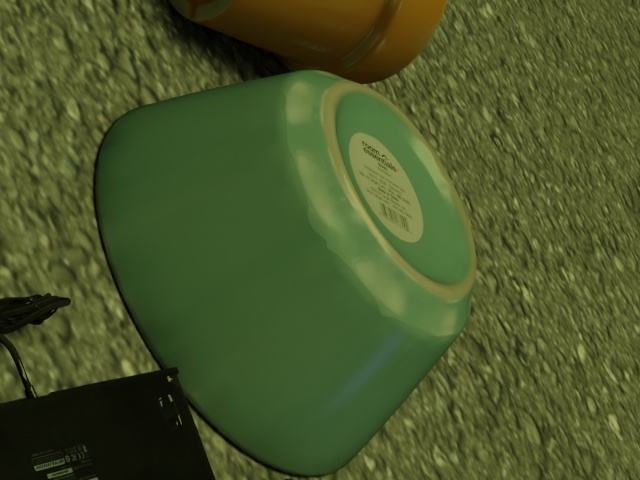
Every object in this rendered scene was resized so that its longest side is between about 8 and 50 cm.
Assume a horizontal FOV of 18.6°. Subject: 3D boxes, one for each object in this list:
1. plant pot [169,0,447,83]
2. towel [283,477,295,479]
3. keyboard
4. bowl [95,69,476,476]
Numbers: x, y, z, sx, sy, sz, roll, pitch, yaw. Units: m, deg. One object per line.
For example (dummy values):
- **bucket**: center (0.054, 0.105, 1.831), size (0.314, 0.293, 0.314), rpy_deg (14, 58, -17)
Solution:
- **plant pot**: center (-0.025, -0.239, 1.631), size (0.188, 0.205, 0.205), rpy_deg (2, 60, -43)
- **towel**: center (0.014, 0.214, 1.377), size (0.119, 0.029, 0.067), rpy_deg (35, 34, -40)
- **keyboard**: center (-0.169, 0.116, 1.155), size (0.317, 0.033, 0.201), rpy_deg (-6, 74, -63)
- **bowl**: center (0.000, 0.000, 1.434), size (0.311, 0.163, 0.311), rpy_deg (43, 30, -32)
